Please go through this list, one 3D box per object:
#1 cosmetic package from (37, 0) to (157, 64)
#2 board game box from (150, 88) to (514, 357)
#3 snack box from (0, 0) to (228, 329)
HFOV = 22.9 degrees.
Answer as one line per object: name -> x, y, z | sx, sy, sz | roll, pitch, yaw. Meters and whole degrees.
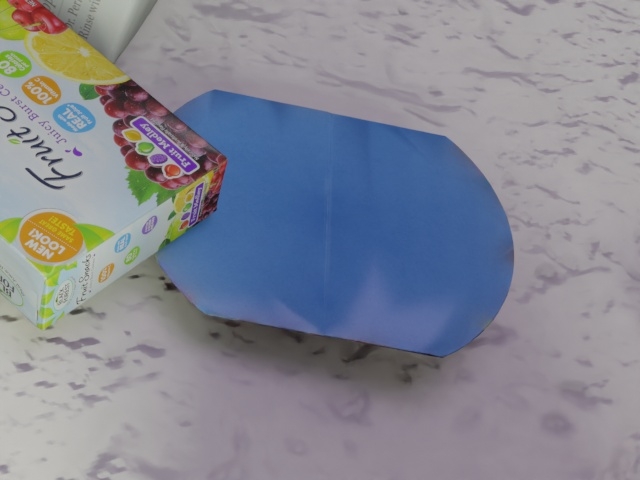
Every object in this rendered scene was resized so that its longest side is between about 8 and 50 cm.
cosmetic package -> -0.208, -0.272, 0.705 | 0.385, 0.217, 0.156 | 29, 43, -4
board game box -> 0.000, 0.000, 0.694 | 0.169, 0.033, 0.133 | 10, 47, -10
snack box -> -0.123, -0.041, 0.643 | 0.141, 0.037, 0.100 | 39, 53, 19
